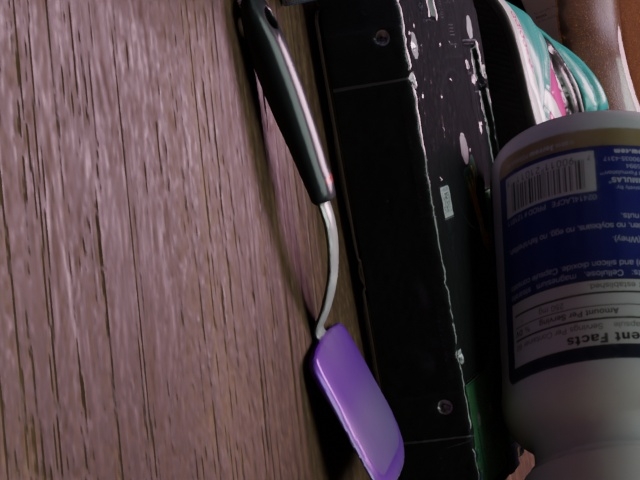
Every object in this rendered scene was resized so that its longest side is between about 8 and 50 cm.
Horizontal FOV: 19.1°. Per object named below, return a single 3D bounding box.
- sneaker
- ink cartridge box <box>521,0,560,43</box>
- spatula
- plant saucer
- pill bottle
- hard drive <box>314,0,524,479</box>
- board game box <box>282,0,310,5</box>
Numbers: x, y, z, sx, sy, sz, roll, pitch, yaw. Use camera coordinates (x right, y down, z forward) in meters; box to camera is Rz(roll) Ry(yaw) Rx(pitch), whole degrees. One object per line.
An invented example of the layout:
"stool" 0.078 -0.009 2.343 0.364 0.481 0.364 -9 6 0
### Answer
"sneaker" 0.160 -0.047 1.485 0.178 0.124 0.295 -3 83 -63
"ink cartridge box" 0.252 -0.220 1.889 0.198 0.067 0.115 64 18 -18
"spatula" 0.000 0.000 1.090 0.084 0.030 0.296 -49 127 -69
"plant saucer" 0.311 -0.157 1.827 0.310 0.050 0.310 36 47 -51
"pill bottle" 0.192 0.061 1.254 0.153 0.153 0.264 50 36 -59
"hard drive" 0.079 -0.007 1.288 0.237 0.064 0.339 -23 103 -72
"board game box" 0.068 -0.218 1.196 0.211 0.160 0.039 -70 146 -58
